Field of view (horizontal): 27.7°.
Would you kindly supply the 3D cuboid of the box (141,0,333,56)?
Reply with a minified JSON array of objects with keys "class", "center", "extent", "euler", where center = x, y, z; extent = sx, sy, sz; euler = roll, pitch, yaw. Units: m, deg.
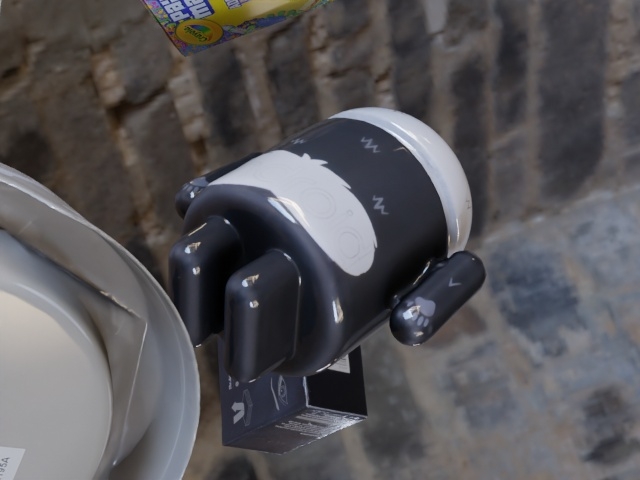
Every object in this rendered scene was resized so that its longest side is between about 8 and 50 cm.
[{"class":"box","center":[-0.048,-0.353,1.073],"extent":[0.177,0.279,0.290],"euler":[53,-162,-74]}]

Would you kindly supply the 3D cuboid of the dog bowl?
[{"class":"dog bowl","center":[-0.250,0.100,0.751],"extent":[0.102,0.348,0.349],"euler":[51,161,49]}]

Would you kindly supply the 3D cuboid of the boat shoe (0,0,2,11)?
[{"class":"boat shoe","center":[-0.351,-0.204,1.267],"extent":[0.078,0.070,0.219],"euler":[-125,46,-69]}]

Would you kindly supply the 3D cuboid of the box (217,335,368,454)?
[{"class":"box","center":[-0.036,0.144,1.470],"extent":[0.158,0.093,0.156],"euler":[-30,55,42]}]

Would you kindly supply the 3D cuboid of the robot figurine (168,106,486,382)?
[{"class":"robot figurine","center":[0.001,0.003,1.041],"extent":[0.209,0.278,0.173],"euler":[56,139,0]}]
